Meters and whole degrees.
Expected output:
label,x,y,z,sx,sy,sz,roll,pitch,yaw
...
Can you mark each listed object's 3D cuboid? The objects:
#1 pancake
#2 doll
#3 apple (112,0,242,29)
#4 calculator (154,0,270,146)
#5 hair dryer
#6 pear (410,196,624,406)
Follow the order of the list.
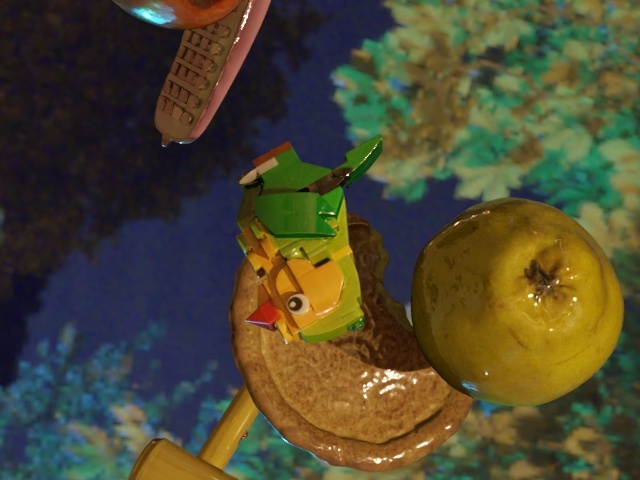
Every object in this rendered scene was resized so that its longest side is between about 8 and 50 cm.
label,x,y,z,sx,sy,sz,roll,pitch,yaw
pancake,0.042,0.106,1.634,0.033,0.286,0.288,142,-59,-69
doll,-0.009,0.000,1.365,0.106,0.134,0.186,83,6,-75
apple,-0.166,-0.353,1.713,0.230,0.230,0.230,-34,-130,54
calculator,-0.137,-0.253,1.955,0.294,0.043,0.194,-65,-153,5
hair dryer,-0.141,0.265,2.103,0.278,0.135,0.090,-56,168,-29
pear,0.191,0.062,1.524,0.269,0.212,0.212,135,-38,-76
